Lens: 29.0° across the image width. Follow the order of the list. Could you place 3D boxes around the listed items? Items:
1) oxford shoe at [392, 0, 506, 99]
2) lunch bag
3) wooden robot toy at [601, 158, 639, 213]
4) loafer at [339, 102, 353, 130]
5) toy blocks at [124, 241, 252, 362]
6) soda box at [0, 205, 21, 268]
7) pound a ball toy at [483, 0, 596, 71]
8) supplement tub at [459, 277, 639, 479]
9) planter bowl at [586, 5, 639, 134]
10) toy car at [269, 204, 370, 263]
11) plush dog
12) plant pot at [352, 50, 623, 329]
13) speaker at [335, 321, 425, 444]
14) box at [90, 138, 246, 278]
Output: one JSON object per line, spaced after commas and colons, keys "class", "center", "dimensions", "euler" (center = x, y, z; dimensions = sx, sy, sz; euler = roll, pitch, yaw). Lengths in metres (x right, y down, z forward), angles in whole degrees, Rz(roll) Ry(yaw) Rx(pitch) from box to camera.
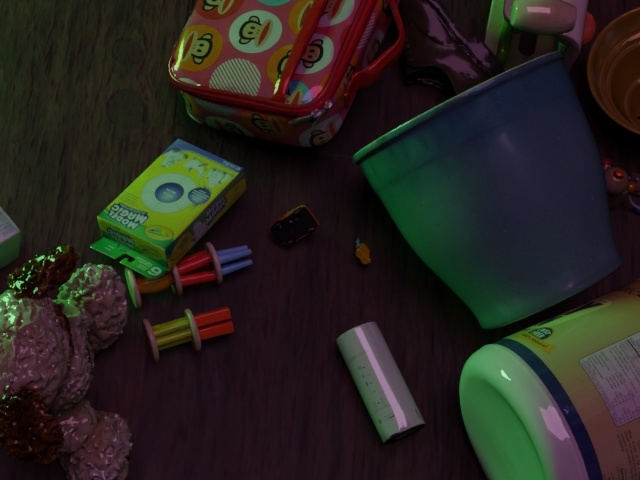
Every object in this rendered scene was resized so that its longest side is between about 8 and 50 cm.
{"class": "oxford shoe", "center": [0.129, -0.259, 1.602], "dimensions": [0.096, 0.083, 0.227], "euler": [-41, 74, -10]}
{"class": "lunch bag", "center": [-0.024, -0.258, 1.522], "dimensions": [0.258, 0.120, 0.293], "euler": [14, 68, 19]}
{"class": "wooden robot toy", "center": [0.353, -0.076, 1.558], "dimensions": [0.173, 0.079, 0.076], "euler": [-6, 69, -11]}
{"class": "loafer", "center": [0.010, -0.205, 1.581], "dimensions": [0.061, 0.062, 0.170], "euler": [4, 62, 18]}
{"class": "toy blocks", "center": [-0.141, 0.066, 1.445], "dimensions": [0.148, 0.054, 0.123], "euler": [-16, 71, -14]}
{"class": "soda box", "center": [-0.445, 0.035, 1.390], "dimensions": [0.216, 0.074, 0.069], "euler": [-35, 76, -27]}
{"class": "pound a ball toy", "center": [0.310, -0.348, 1.593], "dimensions": [0.136, 0.208, 0.319], "euler": [14, 66, -2]}
{"class": "supplement tub", "center": [0.339, 0.172, 1.374], "dimensions": [0.316, 0.228, 0.228], "euler": [-22, 72, -16]}
{"class": "planter bowl", "center": [0.453, -0.198, 1.604], "dimensions": [0.217, 0.090, 0.217], "euler": [-4, 62, 7]}
{"class": "toy car", "center": [0.000, 0.000, 1.512], "dimensions": [0.122, 0.060, 0.040], "euler": [36, 22, -10]}
{"class": "plush dog", "center": [-0.306, 0.130, 1.302], "dimensions": [0.211, 0.225, 0.262], "euler": [-1, 68, -9]}
{"class": "plant pot", "center": [0.214, -0.045, 1.442], "dimensions": [0.272, 0.272, 0.255], "euler": [-26, 89, -17]}
{"class": "speaker", "center": [0.068, 0.164, 1.433], "dimensions": [0.055, 0.055, 0.136], "euler": [-21, 72, -16]}
{"class": "box", "center": [-0.181, -0.037, 1.457], "dimensions": [0.105, 0.043, 0.179], "euler": [25, 56, 22]}
